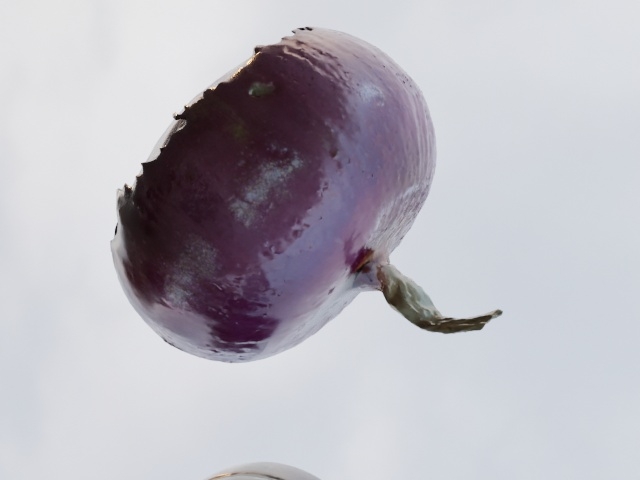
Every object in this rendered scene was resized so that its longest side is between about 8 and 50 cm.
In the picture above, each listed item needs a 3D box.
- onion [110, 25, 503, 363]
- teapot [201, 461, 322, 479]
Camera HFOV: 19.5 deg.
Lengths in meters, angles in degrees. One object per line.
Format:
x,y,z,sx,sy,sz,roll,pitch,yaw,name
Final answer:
-0.034,-0.016,1.831,0.358,0.358,0.345,-27,-99,35,onion
-0.096,0.402,1.788,0.233,0.312,0.315,3,-80,17,teapot
